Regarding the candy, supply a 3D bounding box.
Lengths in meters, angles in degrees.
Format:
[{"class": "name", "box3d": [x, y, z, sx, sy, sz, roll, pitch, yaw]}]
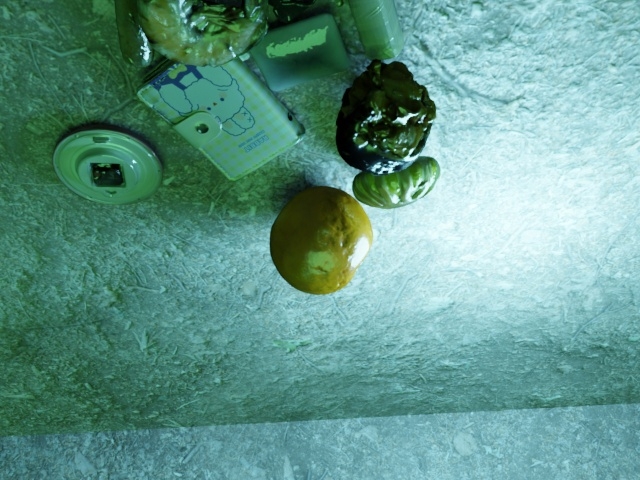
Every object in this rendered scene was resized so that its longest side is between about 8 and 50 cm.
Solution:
[{"class": "candy", "box3d": [-0.040, -0.362, 1.314, 0.174, 0.071, 0.138, -13, 143, 13]}]

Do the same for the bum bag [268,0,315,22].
[{"class": "bum bag", "box3d": [-0.110, -0.480, 1.168, 0.248, 0.060, 0.123, 27, 137, -30]}]

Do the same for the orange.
[{"class": "orange", "box3d": [0.000, 0.000, 1.636, 0.261, 0.261, 0.261, -2, 142, -2]}]

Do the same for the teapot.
[{"class": "teapot", "box3d": [0.080, -0.429, 1.242, 0.107, 0.077, 0.200, 4, 146, 24]}]

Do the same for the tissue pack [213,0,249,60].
[{"class": "tissue pack", "box3d": [-0.170, -0.393, 1.279, 0.023, 0.056, 0.108, -26, 138, 18]}]

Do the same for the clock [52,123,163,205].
[{"class": "clock", "box3d": [-0.482, -0.165, 1.548, 0.244, 0.056, 0.244, -2, 143, -2]}]

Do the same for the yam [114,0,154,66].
[{"class": "yam", "box3d": [-0.332, -0.445, 1.190, 0.071, 0.067, 0.317, -28, 152, -27]}]

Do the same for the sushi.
[{"class": "sushi", "box3d": [0.126, -0.245, 1.341, 0.213, 0.200, 0.204, 1, 170, -26]}]

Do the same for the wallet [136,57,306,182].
[{"class": "wallet", "box3d": [-0.201, -0.273, 1.414, 0.223, 0.077, 0.309, -26, 135, 23]}]

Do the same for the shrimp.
[{"class": "shrimp", "box3d": [-0.188, -0.439, 1.136, 0.233, 0.071, 0.365, 7, 139, -12]}]

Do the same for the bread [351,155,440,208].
[{"class": "bread", "box3d": [0.170, -0.126, 1.545, 0.213, 0.105, 0.213, -9, 180, 0]}]
